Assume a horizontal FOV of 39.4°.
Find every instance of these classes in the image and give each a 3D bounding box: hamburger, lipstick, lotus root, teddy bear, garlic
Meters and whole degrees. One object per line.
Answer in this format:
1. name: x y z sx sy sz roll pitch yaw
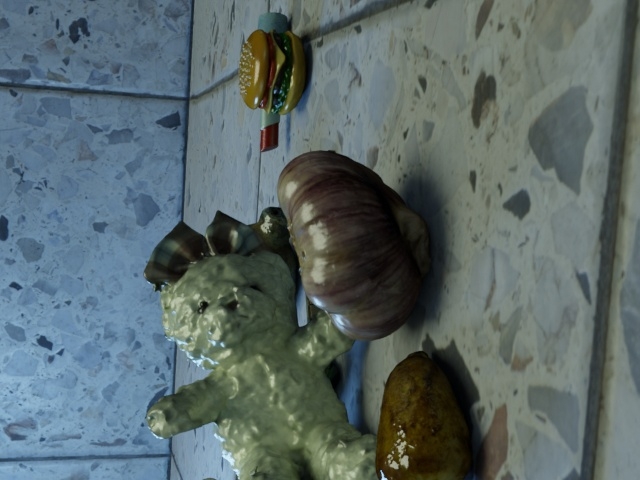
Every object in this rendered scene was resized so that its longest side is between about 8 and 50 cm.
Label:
1. hamburger: -0.089 -0.309 1.643 0.162 0.115 0.162 -178 90 -73
2. lipstick: -0.097 -0.306 1.754 0.061 0.068 0.274 162 111 -67
3. lotus root: 0.104 0.190 0.955 0.108 0.094 0.190 -32 43 28
4. lotus root: -0.131 0.080 1.663 0.175 0.175 0.349 -103 24 -43
5. teddy bear: -0.090 0.150 1.207 0.375 0.327 0.362 -152 43 -76
6. garlic: 0.047 0.000 1.067 0.245 0.161 0.244 -24 -90 -84

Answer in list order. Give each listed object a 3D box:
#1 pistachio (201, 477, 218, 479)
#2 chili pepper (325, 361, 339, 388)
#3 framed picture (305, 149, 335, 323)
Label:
1. pistachio: -0.265 0.668 2.090 0.136 0.136 0.225 -151 67 -72
2. chili pepper: -0.020 0.265 1.430 0.108 0.062 0.216 -99 18 -54
3. framed picture: 0.000 0.000 1.472 0.184 0.016 0.249 127 142 -63
